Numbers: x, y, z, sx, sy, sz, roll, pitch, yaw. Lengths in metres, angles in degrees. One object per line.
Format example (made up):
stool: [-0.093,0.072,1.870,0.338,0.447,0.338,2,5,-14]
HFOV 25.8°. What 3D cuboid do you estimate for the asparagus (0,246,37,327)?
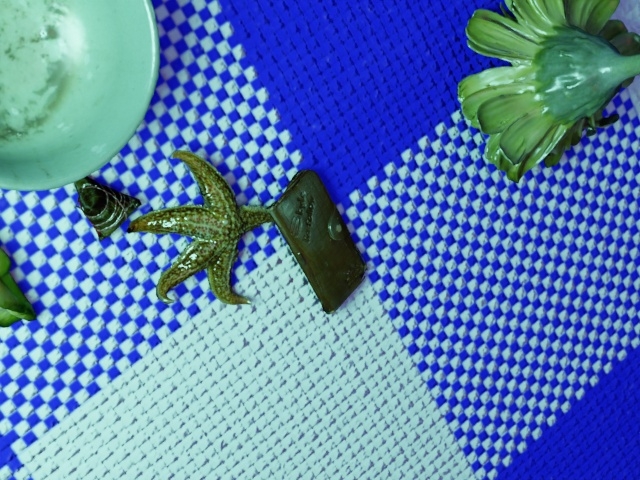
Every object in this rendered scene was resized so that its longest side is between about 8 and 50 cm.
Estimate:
asparagus: [-0.396,-0.009,1.513,0.080,0.080,0.287,-36,115,-21]

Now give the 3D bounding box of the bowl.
bowl: [-0.328,-0.201,1.479,0.289,0.146,0.289,-5,100,-31]

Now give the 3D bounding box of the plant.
plant: [0.355,-0.216,1.870,0.261,0.296,0.306,44,56,-60]

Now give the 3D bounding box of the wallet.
wallet: [0.000,0.000,1.771,0.095,0.026,0.176,-48,123,-32]

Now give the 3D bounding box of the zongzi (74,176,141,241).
zongzi: [-0.260,-0.050,1.608,0.067,0.073,0.083,-41,153,3]

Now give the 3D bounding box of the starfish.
starfish: [-0.121,-0.014,1.692,0.238,0.057,0.213,-14,113,-28]
